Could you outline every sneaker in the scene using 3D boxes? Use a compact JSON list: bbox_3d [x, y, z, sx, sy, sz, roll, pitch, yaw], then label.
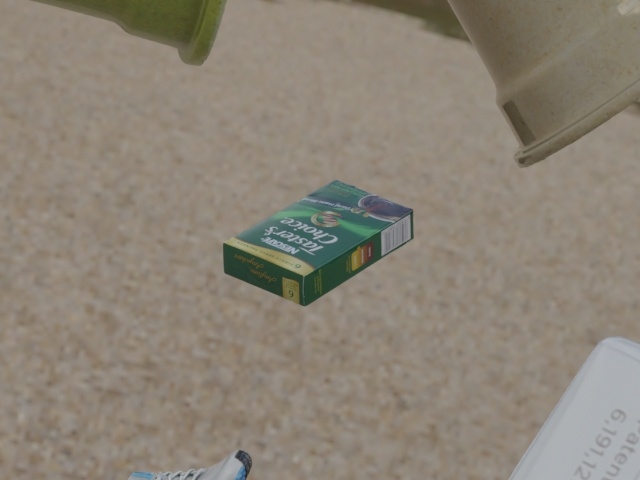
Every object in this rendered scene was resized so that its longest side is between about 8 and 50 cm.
[{"bbox_3d":[-0.147,0.250,1.646,0.083,0.190,0.071,49,26,-2],"label":"sneaker"}]

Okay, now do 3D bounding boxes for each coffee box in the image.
[{"bbox_3d":[0.000,0.000,1.744,0.113,0.040,0.184,23,37,35],"label":"coffee box"}]

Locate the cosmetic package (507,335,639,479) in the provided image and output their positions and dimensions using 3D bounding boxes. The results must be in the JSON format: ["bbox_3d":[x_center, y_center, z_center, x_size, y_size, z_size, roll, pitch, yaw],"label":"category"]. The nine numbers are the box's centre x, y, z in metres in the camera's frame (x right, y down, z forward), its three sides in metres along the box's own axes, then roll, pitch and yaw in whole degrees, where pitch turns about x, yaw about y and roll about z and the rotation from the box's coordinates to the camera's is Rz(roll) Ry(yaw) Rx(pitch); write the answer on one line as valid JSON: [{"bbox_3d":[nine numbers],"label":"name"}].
[{"bbox_3d":[0.246,0.303,0.712,0.393,0.327,0.329,26,-11,41],"label":"cosmetic package"}]

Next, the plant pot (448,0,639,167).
[{"bbox_3d":[0.209,-0.282,1.437,0.305,0.334,0.334,52,14,-3],"label":"plant pot"}]

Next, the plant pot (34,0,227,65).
[{"bbox_3d":[-0.190,-0.267,1.116,0.253,0.276,0.276,6,14,-12],"label":"plant pot"}]
